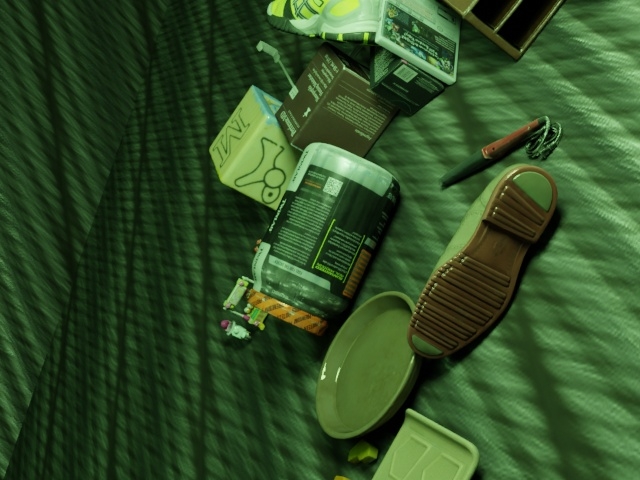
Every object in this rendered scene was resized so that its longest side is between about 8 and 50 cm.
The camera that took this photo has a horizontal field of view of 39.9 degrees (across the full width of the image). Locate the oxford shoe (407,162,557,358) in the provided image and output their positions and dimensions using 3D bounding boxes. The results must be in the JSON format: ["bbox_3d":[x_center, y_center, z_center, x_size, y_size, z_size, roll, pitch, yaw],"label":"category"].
[{"bbox_3d":[0.253,0.033,1.408,0.348,0.123,0.130,-55,8,10],"label":"oxford shoe"}]

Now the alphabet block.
[{"bbox_3d":[-0.126,-0.216,2.101,0.197,0.192,0.193,-52,29,17],"label":"alphabet block"}]

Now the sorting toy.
[{"bbox_3d":[0.123,0.385,1.386,0.229,0.041,0.307,-63,23,-6],"label":"sorting toy"}]

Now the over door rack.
[{"bbox_3d":[0.010,-0.454,2.125,0.239,0.108,0.324,-49,53,23],"label":"over door rack"}]

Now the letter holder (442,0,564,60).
[{"bbox_3d":[0.328,-0.513,1.656,0.214,0.152,0.302,-51,32,17],"label":"letter holder"}]

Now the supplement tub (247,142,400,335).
[{"bbox_3d":[0.000,0.000,1.709,0.207,0.207,0.338,18,82,60],"label":"supplement tub"}]

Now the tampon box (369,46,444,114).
[{"bbox_3d":[0.176,-0.367,1.806,0.101,0.120,0.161,-36,40,41],"label":"tampon box"}]

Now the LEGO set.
[{"bbox_3d":[-0.149,0.080,1.981,0.132,0.107,0.287,3,70,58],"label":"LEGO set"}]

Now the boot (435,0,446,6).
[{"bbox_3d":[0.195,-0.544,1.870,0.213,0.165,0.077,-29,43,43],"label":"boot"}]

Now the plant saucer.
[{"bbox_3d":[0.089,0.220,1.539,0.278,0.041,0.278,-44,28,31],"label":"plant saucer"}]

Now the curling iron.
[{"bbox_3d":[0.299,-0.145,1.522,0.274,0.035,0.068,-21,50,50],"label":"curling iron"}]

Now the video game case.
[{"bbox_3d":[0.196,-0.418,1.745,0.022,0.190,0.173,-31,42,50],"label":"video game case"}]

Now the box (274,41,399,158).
[{"bbox_3d":[0.036,-0.286,1.917,0.203,0.167,0.168,-53,31,17],"label":"box"}]

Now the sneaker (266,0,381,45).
[{"bbox_3d":[0.018,-0.500,1.875,0.384,0.145,0.147,24,110,52],"label":"sneaker"}]
